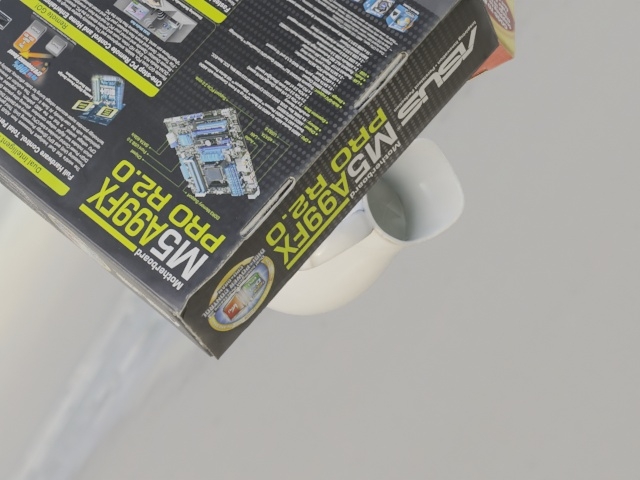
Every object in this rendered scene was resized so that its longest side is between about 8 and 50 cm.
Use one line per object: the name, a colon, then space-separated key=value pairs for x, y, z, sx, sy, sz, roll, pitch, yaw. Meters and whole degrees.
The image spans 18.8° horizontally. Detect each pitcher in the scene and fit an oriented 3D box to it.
pitcher: x=0.000 y=0.000 z=1.690 sx=0.207 sy=0.125 sz=0.178 roll=-25 pitch=2 yaw=45

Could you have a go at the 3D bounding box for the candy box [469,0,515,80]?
candy box: x=0.042 y=-0.210 z=1.383 sx=0.183 sy=0.087 sz=0.316 roll=-28 pitch=34 yaw=26

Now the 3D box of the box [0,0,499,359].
box: x=-0.080 y=-0.102 z=0.980 sx=0.216 sy=0.270 sz=0.060 roll=-49 pitch=-30 yaw=-8
